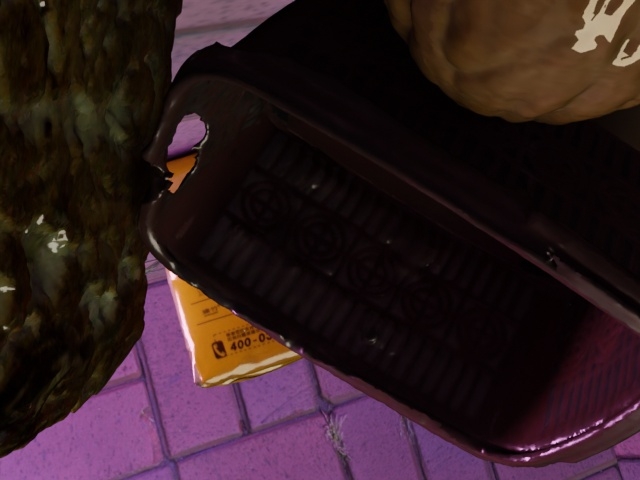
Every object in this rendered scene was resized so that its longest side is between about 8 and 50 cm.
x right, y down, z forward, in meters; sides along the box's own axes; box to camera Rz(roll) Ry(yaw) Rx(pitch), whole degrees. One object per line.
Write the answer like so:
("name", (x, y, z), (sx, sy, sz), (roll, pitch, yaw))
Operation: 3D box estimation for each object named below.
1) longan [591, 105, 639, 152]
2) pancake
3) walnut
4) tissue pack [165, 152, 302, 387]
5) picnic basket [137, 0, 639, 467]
("longan", (0.206, -0.113, 0.655), (0.297, 0.297, 0.297), (-17, 176, -1))
("pancake", (-0.155, -0.037, 0.424), (0.066, 0.305, 0.427), (12, -179, 10))
("walnut", (0.103, -0.146, 0.396), (0.213, 0.213, 0.213), (-17, 176, -1))
("tissue pack", (0.000, 0.000, 1.207), (0.381, 0.293, 0.228), (-17, 176, 0))
("picnic basket", (0.058, -0.010, 0.532), (0.129, 0.296, 0.222), (-59, 180, -35))
